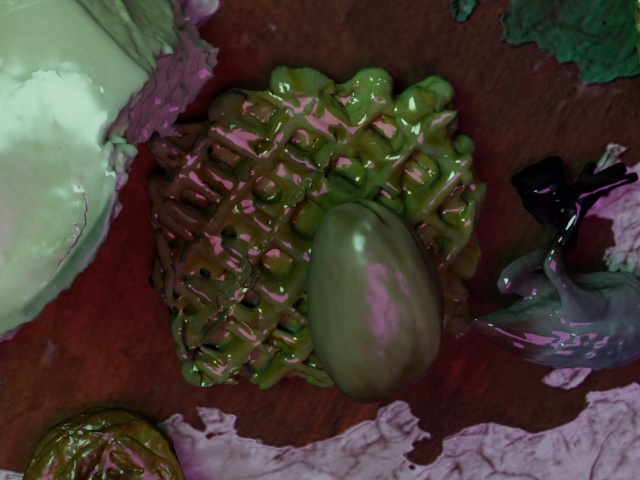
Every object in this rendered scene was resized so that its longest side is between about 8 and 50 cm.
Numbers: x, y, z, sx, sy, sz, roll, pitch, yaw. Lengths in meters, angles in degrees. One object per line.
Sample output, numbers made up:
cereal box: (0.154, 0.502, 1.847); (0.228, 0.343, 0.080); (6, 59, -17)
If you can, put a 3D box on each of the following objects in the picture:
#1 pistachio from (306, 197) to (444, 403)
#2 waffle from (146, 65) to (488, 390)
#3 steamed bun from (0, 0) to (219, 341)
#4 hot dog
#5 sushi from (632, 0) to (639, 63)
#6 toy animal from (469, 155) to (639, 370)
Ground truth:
pistachio: (0.043, 0.048, 1.163); (0.108, 0.126, 0.185); (-35, 136, -41)
waffle: (0.000, 0.000, 1.221); (0.297, 0.073, 0.317); (-9, 124, -6)
steamed bun: (-0.217, -0.081, 0.994); (0.273, 0.272, 0.290); (36, 94, -26)
hot dog: (-0.201, 0.262, 1.339); (0.161, 0.099, 0.226); (-4, 126, -8)
sushi: (0.316, -0.173, 1.107); (0.139, 0.184, 0.274); (-21, 123, 1)
toy animal: (0.265, 0.065, 1.310); (0.195, 0.090, 0.324); (-44, 122, 8)
